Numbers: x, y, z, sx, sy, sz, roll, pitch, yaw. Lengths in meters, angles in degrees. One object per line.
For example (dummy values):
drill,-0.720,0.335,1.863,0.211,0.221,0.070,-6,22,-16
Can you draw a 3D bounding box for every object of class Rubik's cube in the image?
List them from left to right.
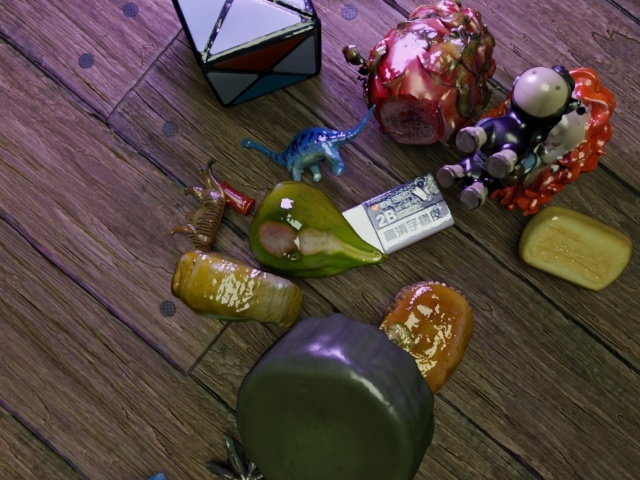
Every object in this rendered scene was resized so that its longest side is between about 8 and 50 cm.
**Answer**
Rubik's cube,-0.150,-0.451,1.081,0.250,0.246,0.248,-20,87,-1

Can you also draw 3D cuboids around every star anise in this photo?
star anise,-0.164,0.508,1.103,0.204,0.061,0.180,43,75,-2

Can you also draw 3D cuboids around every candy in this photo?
candy,-0.160,0.098,1.038,0.260,0.260,0.118,18,85,2

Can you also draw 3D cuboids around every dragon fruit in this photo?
dragon fruit,0.219,-0.350,1.078,0.269,0.250,0.291,13,69,25

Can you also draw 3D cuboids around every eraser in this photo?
eraser,0.162,-0.044,1.137,0.210,0.068,0.124,-24,85,0

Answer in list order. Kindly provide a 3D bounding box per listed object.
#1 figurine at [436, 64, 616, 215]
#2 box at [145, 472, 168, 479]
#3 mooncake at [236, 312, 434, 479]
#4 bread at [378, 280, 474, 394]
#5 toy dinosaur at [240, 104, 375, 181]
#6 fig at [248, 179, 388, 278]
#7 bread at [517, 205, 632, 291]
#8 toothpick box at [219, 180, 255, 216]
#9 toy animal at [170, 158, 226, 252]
figurine,0.391,-0.197,1.009,0.241,0.412,0.306,34,114,30
box,-0.445,0.603,1.032,0.311,0.205,0.118,-28,83,-2
mooncake,0.032,0.318,0.994,0.357,0.194,0.356,7,111,20
bread,0.202,0.203,1.088,0.179,0.133,0.250,33,88,-1
toy dinosaur,-0.015,-0.179,1.127,0.329,0.076,0.144,-7,112,30
fig,0.000,0.000,1.070,0.275,0.206,0.206,19,86,1
bread,0.520,0.012,1.104,0.217,0.098,0.147,27,113,-3
toothpick box,-0.185,-0.089,1.155,0.083,0.047,0.047,31,87,3
toy animal,-0.248,-0.054,1.131,0.099,0.057,0.241,27,107,12
